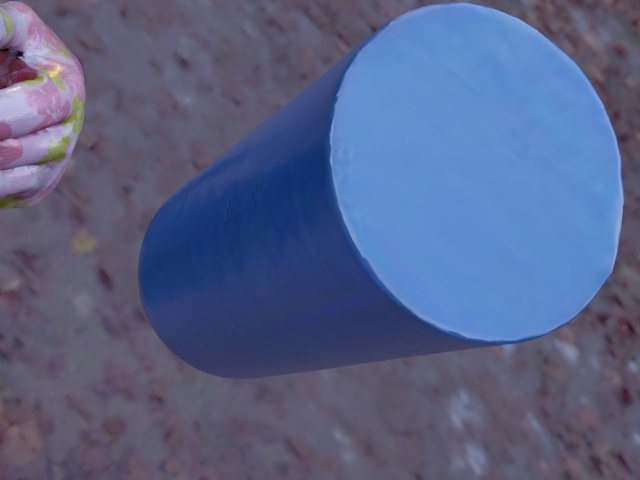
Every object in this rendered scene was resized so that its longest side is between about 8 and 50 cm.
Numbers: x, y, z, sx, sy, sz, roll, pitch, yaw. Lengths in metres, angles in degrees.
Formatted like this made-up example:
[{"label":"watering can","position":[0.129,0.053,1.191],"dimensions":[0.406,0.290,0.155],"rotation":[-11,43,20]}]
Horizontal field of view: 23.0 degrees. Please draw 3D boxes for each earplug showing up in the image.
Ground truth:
[{"label":"earplug","position":[0.000,0.000,0.704],"dimensions":[0.132,0.273,0.132],"rotation":[7,76,-27]}]

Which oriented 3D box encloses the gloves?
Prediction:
[{"label":"gloves","position":[-0.224,-0.088,1.097],"dimensions":[0.126,0.145,0.241],"rotation":[40,14,-12]}]
